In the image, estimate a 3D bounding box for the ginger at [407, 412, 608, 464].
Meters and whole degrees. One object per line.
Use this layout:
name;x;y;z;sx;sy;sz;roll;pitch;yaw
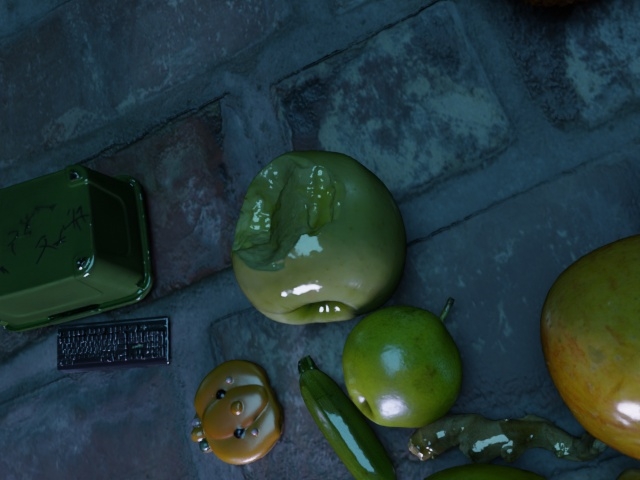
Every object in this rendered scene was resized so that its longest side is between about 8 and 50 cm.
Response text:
ginger;0.265;0.288;1.014;0.288;0.075;0.089;-2;54;23

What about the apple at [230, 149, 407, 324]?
apple;0.000;0.000;1.078;0.279;0.279;0.278;-4;76;17

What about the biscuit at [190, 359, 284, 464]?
biscuit;-0.146;0.284;1.161;0.171;0.050;0.170;-5;75;18

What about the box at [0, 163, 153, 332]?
box;-0.488;0.013;1.270;0.329;0.178;0.252;-16;74;14

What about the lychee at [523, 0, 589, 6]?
lychee;0.350;-0.488;1.085;0.268;0.267;0.267;-4;76;17

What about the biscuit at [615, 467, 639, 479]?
biscuit;0.450;0.408;0.889;0.203;0.041;0.259;-32;82;43

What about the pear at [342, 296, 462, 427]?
pear;0.136;0.170;1.046;0.216;0.166;0.180;-40;90;-28

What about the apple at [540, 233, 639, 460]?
apple;0.429;0.125;0.882;0.299;0.299;0.275;-23;27;12

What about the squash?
squash;0.032;0.283;1.094;0.066;0.066;0.252;-40;68;6

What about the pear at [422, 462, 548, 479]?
pear;0.201;0.407;0.936;0.269;0.212;0.212;-36;69;12

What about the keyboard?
keyboard;-0.374;0.185;1.274;0.230;0.025;0.093;-8;78;16
